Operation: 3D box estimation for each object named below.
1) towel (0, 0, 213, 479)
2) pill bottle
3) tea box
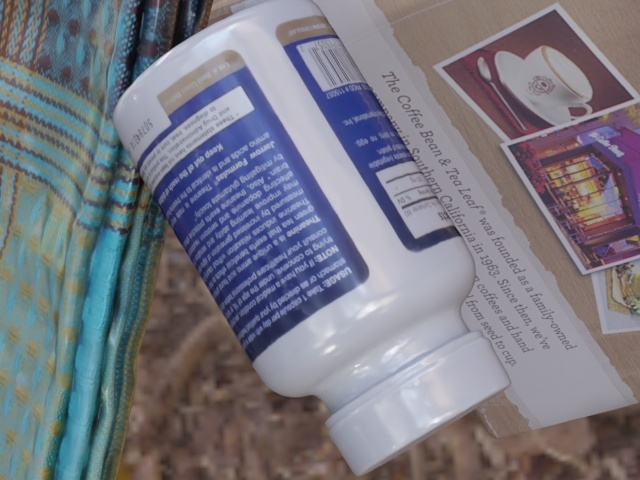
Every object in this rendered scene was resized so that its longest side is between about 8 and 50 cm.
[{"bbox_3d":[-0.156,0.050,0.712,0.271,0.040,0.370,24,106,47],"label":"towel"},{"bbox_3d":[0.000,0.000,0.538,0.067,0.067,0.120,-39,79,44],"label":"pill bottle"},{"bbox_3d":[0.116,-0.137,0.989,0.220,0.329,0.324,-18,44,22],"label":"tea box"}]
